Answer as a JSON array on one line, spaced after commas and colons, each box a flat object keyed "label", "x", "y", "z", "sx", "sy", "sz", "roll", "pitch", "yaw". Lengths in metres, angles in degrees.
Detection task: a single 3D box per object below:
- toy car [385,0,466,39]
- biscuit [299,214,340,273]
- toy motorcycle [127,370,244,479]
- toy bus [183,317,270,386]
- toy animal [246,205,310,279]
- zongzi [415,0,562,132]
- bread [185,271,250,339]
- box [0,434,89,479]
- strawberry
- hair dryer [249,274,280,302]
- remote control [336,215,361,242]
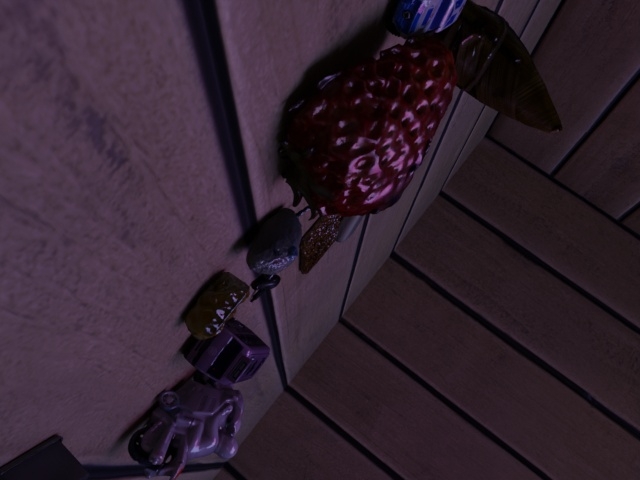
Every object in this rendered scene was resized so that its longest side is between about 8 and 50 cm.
[{"label": "toy car", "x": 0.163, "y": -0.342, "z": 0.873, "sx": 0.171, "sy": 0.070, "sz": 0.080, "roll": -43, "pitch": 165, "yaw": -39}, {"label": "biscuit", "x": 0.000, "y": 0.000, "z": 1.393, "sx": 0.131, "sy": 0.025, "sz": 0.231, "roll": -50, "pitch": 168, "yaw": -15}, {"label": "toy motorcycle", "x": -0.225, "y": 0.345, "z": 1.154, "sx": 0.260, "sy": 0.171, "sz": 0.110, "roll": -43, "pitch": 164, "yaw": -53}, {"label": "toy bus", "x": -0.163, "y": 0.204, "z": 1.123, "sx": 0.096, "sy": 0.108, "sz": 0.199, "roll": -53, "pitch": 169, "yaw": -3}, {"label": "toy animal", "x": -0.040, "y": -0.020, "z": 1.014, "sx": 0.070, "sy": 0.079, "sz": 0.253, "roll": -33, "pitch": -174, "yaw": 46}, {"label": "zongzi", "x": 0.328, "y": -0.304, "z": 1.101, "sx": 0.134, "sy": 0.288, "sz": 0.286, "roll": -53, "pitch": 171, "yaw": 31}, {"label": "bread", "x": -0.162, "y": 0.103, "z": 0.947, "sx": 0.110, "sy": 0.060, "sz": 0.066, "roll": -51, "pitch": 156, "yaw": 2}, {"label": "box", "x": -0.352, "y": 0.309, "z": 0.764, "sx": 0.084, "sy": 0.069, "sz": 0.122, "roll": -58, "pitch": 168, "yaw": 19}, {"label": "strawberry", "x": 0.079, "y": -0.133, "z": 0.870, "sx": 0.280, "sy": 0.150, "sz": 0.253, "roll": -33, "pitch": 164, "yaw": -28}, {"label": "hair dryer", "x": -0.121, "y": 0.099, "z": 1.208, "sx": 0.083, "sy": 0.031, "sz": 0.079, "roll": -50, "pitch": 161, "yaw": 29}, {"label": "remote control", "x": 0.113, "y": -0.114, "z": 1.471, "sx": 0.090, "sy": 0.038, "sz": 0.309, "roll": -42, "pitch": 165, "yaw": -50}]
